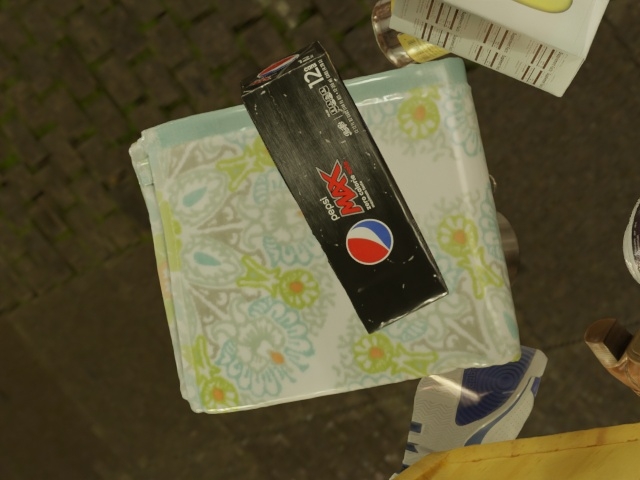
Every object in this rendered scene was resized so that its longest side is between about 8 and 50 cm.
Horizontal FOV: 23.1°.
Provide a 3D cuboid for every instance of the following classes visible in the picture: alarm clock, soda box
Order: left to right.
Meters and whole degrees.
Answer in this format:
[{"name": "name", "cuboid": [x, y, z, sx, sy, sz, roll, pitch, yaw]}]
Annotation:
[{"name": "soda box", "cuboid": [0.014, -0.032, 0.946, 0.169, 0.060, 0.053, 62, -176, -15]}, {"name": "alarm clock", "cuboid": [0.213, 0.001, 2.156, 0.129, 0.064, 0.192, 22, 108, 46]}]

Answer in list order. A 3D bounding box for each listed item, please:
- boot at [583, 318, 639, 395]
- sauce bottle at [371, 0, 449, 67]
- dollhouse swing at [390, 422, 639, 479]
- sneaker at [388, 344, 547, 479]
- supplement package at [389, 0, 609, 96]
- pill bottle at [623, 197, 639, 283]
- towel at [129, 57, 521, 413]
[{"name": "boot", "cuboid": [0.442, 0.165, 1.993, 0.152, 0.073, 0.197, 43, 167, -22]}, {"name": "sauce bottle", "cuboid": [0.240, -0.335, 2.128, 0.344, 0.111, 0.111, -16, 112, 29]}, {"name": "dollhouse swing", "cuboid": [0.213, 0.308, 1.236, 0.347, 0.305, 0.315, -13, 117, 35]}, {"name": "sneaker", "cuboid": [0.175, 0.280, 1.913, 0.127, 0.315, 0.182, 18, 159, 31]}, {"name": "supplement package", "cuboid": [0.205, -0.290, 1.634, 0.203, 0.194, 0.149, 23, 170, 2]}, {"name": "pill bottle", "cuboid": [0.482, -0.008, 1.854, 0.181, 0.181, 0.323, 50, 165, -4]}, {"name": "towel", "cuboid": [0.000, 0.000, 1.638, 0.374, 0.090, 0.320, -12, 90, 15]}]
